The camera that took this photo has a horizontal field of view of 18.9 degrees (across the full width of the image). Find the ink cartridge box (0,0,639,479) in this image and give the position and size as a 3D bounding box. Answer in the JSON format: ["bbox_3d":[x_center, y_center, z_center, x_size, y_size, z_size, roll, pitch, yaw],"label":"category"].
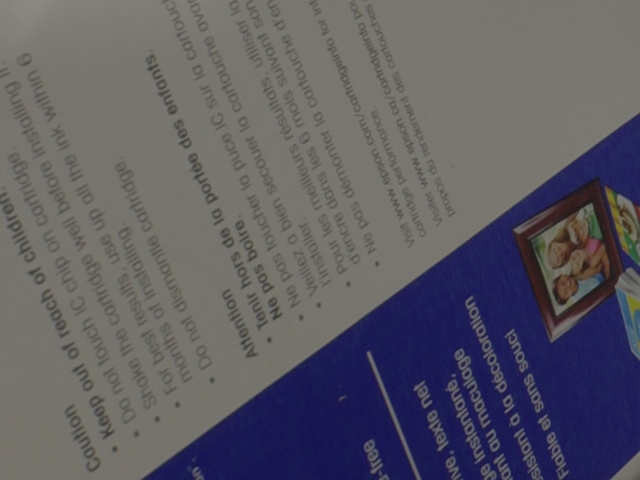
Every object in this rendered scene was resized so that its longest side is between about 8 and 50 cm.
[{"bbox_3d":[0.000,0.000,0.396,0.333,0.065,0.165,-33,-73,-43],"label":"ink cartridge box"}]
